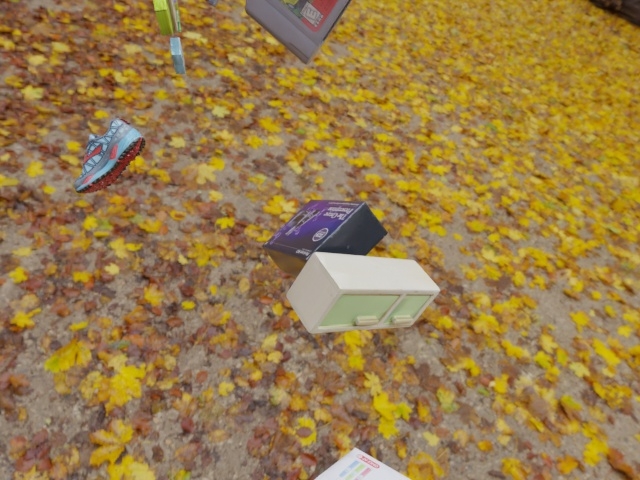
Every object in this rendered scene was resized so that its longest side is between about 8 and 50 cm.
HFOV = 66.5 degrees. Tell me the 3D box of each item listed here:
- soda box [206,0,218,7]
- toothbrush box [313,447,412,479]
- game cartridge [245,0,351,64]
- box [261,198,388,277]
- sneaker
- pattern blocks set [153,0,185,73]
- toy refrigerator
[{"bbox_3d":[-0.285,-0.666,1.193,0.092,0.083,0.263,24,29,-34],"label":"soda box"},{"bbox_3d":[0.092,0.527,0.790,0.206,0.283,0.122,14,19,38],"label":"toothbrush box"},{"bbox_3d":[-0.025,-0.518,0.951,0.196,0.294,0.060,41,42,-3],"label":"game cartridge"},{"bbox_3d":[0.000,0.000,1.125,0.184,0.261,0.103,-47,113,-16],"label":"box"},{"bbox_3d":[-0.619,-0.242,1.397,0.125,0.262,0.104,51,12,3],"label":"sneaker"},{"bbox_3d":[-0.253,-0.447,0.777,0.026,0.325,0.285,-8,72,-9],"label":"pattern blocks set"},{"bbox_3d":[0.084,0.095,0.852,0.269,0.102,0.094,6,36,-44],"label":"toy refrigerator"}]
